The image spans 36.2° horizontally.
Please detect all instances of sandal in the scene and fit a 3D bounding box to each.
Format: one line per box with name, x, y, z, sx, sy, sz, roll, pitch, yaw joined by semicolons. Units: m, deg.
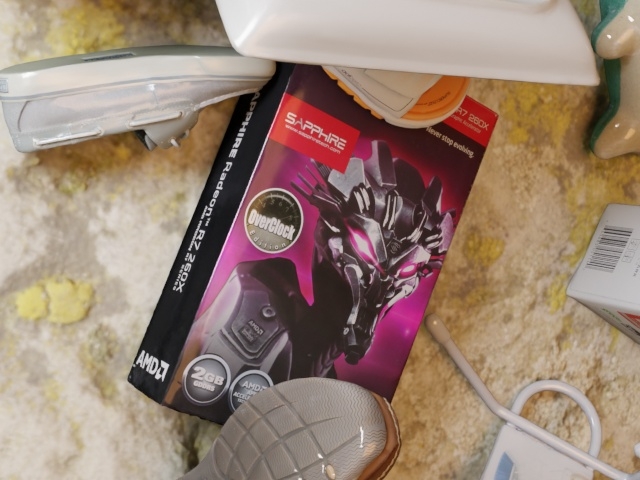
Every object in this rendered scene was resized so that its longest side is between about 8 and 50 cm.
sandal;0.039;-0.176;0.803;0.265;0.076;0.102;27;77;-32

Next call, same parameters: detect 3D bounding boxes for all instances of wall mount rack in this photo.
wall mount rack;0.186;0.254;1.013;0.304;0.130;0.350;29;59;1

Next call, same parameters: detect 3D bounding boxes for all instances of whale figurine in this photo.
whale figurine;0.369;-0.225;1.096;0.216;0.141;0.272;-6;125;-31

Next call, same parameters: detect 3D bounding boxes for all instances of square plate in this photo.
square plate;0.048;-0.279;0.795;0.347;0.049;0.344;-2;59;-31

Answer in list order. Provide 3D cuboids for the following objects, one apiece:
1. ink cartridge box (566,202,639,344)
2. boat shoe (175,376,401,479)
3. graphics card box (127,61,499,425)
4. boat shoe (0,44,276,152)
ink cartridge box;0.492;0.095;1.110;0.309;0.272;0.130;32;81;-28
boat shoe;-0.030;0.209;0.818;0.116;0.324;0.123;13;53;-32
graphics card box;0.000;0.000;0.903;0.233;0.094;0.371;25;85;-32
boat shoe;-0.145;-0.114;0.806;0.228;0.079;0.081;-10;111;-21
